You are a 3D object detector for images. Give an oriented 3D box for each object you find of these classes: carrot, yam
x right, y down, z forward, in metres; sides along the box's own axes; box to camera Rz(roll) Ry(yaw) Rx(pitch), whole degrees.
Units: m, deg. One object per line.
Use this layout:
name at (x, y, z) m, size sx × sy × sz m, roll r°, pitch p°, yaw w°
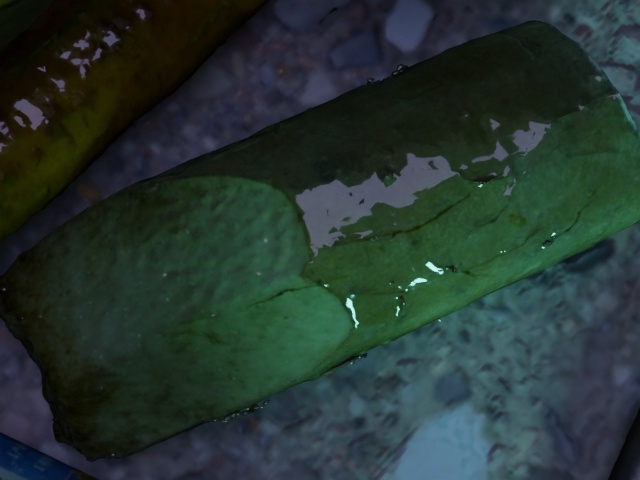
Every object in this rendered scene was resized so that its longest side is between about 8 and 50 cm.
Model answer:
carrot at (-0.134, -0.034, 0.690) m, size 0.066 × 0.066 × 0.314 m, roll 43°, pitch 70°, yaw 8°
yam at (0.000, 0.000, 0.692) m, size 0.259 × 0.106 × 0.106 m, roll -25°, pitch 80°, yaw -7°

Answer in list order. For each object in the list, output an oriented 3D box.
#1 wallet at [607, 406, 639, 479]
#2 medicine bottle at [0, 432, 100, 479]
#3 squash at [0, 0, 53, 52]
wallet at (0.139, 0.192, 0.689) m, size 0.124 × 0.025 × 0.244 m, roll 24°, pitch 81°, yaw 4°
medicine bottle at (-0.164, 0.086, 0.696) m, size 0.191 × 0.051 × 0.051 m, roll 25°, pitch 79°, yaw 5°
squash at (-0.229, -0.130, 0.691) m, size 0.237 × 0.155 × 0.204 m, roll 31°, pitch 82°, yaw 7°
